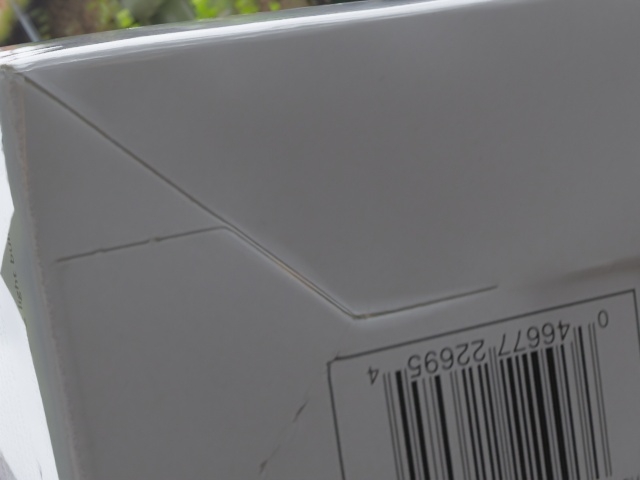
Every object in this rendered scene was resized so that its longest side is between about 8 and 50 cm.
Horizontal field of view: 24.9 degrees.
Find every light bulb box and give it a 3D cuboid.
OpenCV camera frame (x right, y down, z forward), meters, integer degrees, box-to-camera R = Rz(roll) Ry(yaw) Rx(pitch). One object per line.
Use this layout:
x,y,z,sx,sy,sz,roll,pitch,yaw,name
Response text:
0.000,0.000,0.697,0.358,0.225,0.361,-11,9,-22,light bulb box
